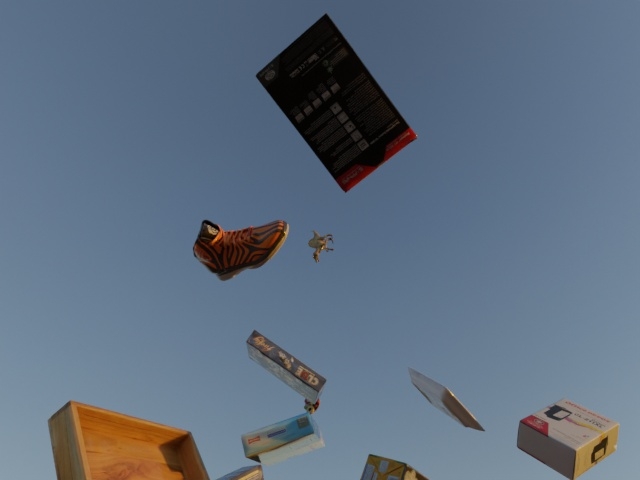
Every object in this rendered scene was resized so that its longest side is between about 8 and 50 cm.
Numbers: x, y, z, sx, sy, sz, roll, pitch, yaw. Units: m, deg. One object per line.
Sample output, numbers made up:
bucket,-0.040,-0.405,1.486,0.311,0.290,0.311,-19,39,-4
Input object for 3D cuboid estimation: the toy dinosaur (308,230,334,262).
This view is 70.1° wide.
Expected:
toy dinosaur,0.000,0.000,1.675,0.093,0.183,0.053,-7,-50,1

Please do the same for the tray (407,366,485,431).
tray,0.314,0.417,1.203,0.030,0.270,0.145,-44,-88,-10

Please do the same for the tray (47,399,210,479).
tray,-0.425,0.520,1.067,0.076,0.203,0.411,-42,-40,0

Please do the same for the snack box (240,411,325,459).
snack box,-0.094,0.572,1.297,0.187,0.060,0.321,-18,-31,-4

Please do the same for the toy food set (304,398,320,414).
toy food set,-0.038,0.719,2.012,0.083,0.082,0.020,-47,-52,1

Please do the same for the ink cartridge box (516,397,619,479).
ink cartridge box,0.538,0.424,0.993,0.175,0.127,0.072,-8,-77,-32

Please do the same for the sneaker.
sneaker,-0.254,0.001,1.330,0.321,0.124,0.180,-30,-56,27

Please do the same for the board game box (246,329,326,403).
board game box,-0.100,0.363,1.300,0.243,0.042,0.165,32,-29,13

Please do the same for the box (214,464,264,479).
box,-0.290,0.915,1.413,0.097,0.318,0.395,-17,-16,21

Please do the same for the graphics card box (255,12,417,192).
graphics card box,0.041,-0.337,1.153,0.233,0.094,0.371,-37,-83,14

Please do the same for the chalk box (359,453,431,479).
chalk box,0.285,0.895,1.571,0.179,0.180,0.289,-14,-50,48
